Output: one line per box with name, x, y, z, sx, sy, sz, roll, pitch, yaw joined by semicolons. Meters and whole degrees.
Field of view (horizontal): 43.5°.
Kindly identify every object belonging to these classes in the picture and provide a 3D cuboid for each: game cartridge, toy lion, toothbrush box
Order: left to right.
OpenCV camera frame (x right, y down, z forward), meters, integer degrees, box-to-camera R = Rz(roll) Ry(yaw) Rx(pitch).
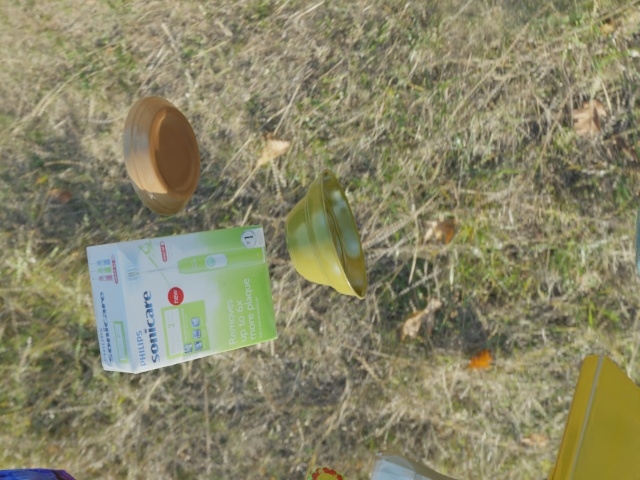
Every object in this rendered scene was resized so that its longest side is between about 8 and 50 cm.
toothbrush box;-0.229;0.092;1.358;0.122;0.283;0.206;-6;91;51
toy lion;0.017;0.421;1.314;0.100;0.096;0.034;39;125;13
game cartridge;0.442;0.378;1.170;0.285;0.324;0.052;42;147;-19

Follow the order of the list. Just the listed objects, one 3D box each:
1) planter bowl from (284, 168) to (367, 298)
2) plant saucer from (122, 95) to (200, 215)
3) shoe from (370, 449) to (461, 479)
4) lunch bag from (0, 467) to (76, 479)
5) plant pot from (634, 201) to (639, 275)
planter bowl;0.000;0.000;1.298;0.090;0.217;0.217;-16;112;13
plant saucer;-0.255;-0.143;1.335;0.037;0.200;0.200;-6;116;23
shoe;0.156;0.308;0.931;0.219;0.058;0.076;23;152;-7
lunch bag;-0.396;0.401;0.709;0.239;0.385;0.328;39;118;8
plant pot;0.475;-0.021;0.838;0.293;0.293;0.235;36;81;-6
